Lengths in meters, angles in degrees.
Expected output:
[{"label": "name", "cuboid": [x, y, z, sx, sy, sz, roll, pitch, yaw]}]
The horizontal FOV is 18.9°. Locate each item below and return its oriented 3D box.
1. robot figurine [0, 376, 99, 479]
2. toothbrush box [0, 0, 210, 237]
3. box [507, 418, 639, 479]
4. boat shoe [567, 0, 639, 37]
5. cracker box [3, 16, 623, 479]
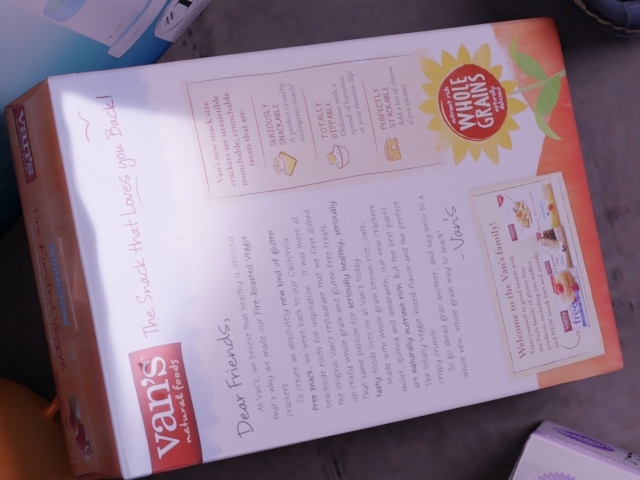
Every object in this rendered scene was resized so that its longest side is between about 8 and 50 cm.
[{"label": "robot figurine", "cuboid": [-0.192, 0.133, 0.859, 0.219, 0.128, 0.158, -19, 49, 11]}, {"label": "toothbrush box", "cuboid": [-0.179, -0.090, 0.771, 0.126, 0.295, 0.216, 44, 99, 8]}, {"label": "box", "cuboid": [0.230, 0.164, 0.805, 0.324, 0.067, 0.063, 21, 93, 12]}, {"label": "boat shoe", "cuboid": [0.125, -0.212, 0.797, 0.095, 0.079, 0.254, 3, 92, 11]}, {"label": "cracker box", "cuboid": [0.000, 0.000, 0.789, 0.232, 0.067, 0.155, -9, 88, -27]}]
